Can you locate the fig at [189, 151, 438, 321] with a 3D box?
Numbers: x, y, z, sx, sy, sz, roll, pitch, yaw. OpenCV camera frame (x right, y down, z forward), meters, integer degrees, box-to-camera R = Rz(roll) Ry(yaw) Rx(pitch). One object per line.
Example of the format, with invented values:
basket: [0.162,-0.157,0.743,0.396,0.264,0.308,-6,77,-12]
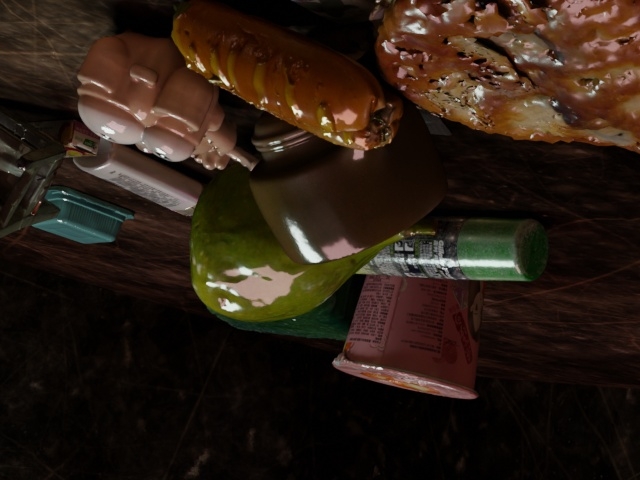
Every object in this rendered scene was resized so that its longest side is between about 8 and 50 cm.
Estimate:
fig: [-0.010,0.002,1.446,0.314,0.233,0.233,6,168,5]

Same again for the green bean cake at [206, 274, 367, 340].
green bean cake: [-0.068,0.062,1.949,0.300,0.169,0.308,5,166,24]

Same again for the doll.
doll: [-0.155,-0.134,1.191,0.154,0.119,0.278,21,174,18]

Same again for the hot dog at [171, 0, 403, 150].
hot dog: [-0.035,-0.146,0.974,0.115,0.072,0.269,20,-173,-47]

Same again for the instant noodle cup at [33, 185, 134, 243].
instant noodle cup: [-0.458,-0.045,2.083,0.179,0.070,0.157,23,163,-41]

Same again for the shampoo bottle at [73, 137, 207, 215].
shampoo bottle: [-0.255,-0.093,1.649,0.086,0.056,0.227,4,167,38]

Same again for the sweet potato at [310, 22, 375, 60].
sweet potato: [0.018,-0.173,1.002,0.038,0.041,0.153,43,164,-20]

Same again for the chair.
chair: [-0.431,-0.104,1.529,0.136,0.147,0.270,34,-166,3]

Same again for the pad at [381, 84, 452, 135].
pad: [0.026,-0.147,1.219,0.211,0.003,0.143,7,168,25]

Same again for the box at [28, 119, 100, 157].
box: [-0.395,-0.142,1.594,0.207,0.041,0.050,2,168,42]

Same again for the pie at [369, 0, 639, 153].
pie: [0.169,-0.149,0.842,0.308,0.085,0.308,15,166,4]

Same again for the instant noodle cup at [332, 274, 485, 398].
instant noodle cup: [0.160,0.124,1.836,0.243,0.231,0.243,12,168,3]

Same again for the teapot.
teapot: [0.008,-0.094,1.112,0.185,0.175,0.267,-29,-164,-16]

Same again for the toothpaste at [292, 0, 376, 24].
toothpaste: [-0.038,-0.215,0.862,0.233,0.038,0.060,19,169,-43]

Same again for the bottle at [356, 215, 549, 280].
bottle: [0.167,0.010,1.614,0.330,0.093,0.093,2,165,42]
